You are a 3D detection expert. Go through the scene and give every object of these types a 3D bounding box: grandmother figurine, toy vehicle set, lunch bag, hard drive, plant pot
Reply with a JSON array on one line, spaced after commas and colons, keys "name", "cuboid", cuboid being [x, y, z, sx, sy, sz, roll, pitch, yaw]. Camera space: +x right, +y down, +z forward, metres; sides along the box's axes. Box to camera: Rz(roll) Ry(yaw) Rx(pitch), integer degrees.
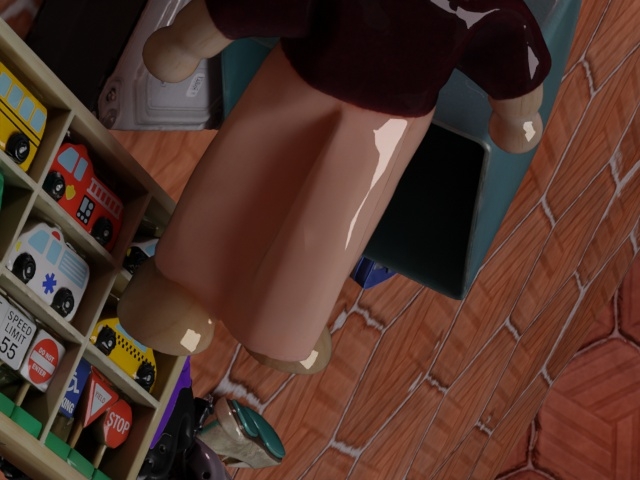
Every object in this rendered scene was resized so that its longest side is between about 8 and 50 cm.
[{"name": "grandmother figurine", "cuboid": [0.023, -0.081, 0.941, 0.208, 0.104, 0.342, 4, 131, -28]}, {"name": "toy vehicle set", "cuboid": [-0.149, 0.018, 0.993, 0.267, 0.035, 0.166, 50, 55, -52]}, {"name": "lunch bag", "cuboid": [0.047, -0.001, 1.665, 0.098, 0.065, 0.067, -27, 145, -60]}, {"name": "hard drive", "cuboid": [-0.031, -0.178, 1.152, 0.237, 0.064, 0.339, -62, 162, 12]}, {"name": "plant pot", "cuboid": [0.072, -0.125, 1.152, 0.234, 0.166, 0.165, -56, 164, -28]}]

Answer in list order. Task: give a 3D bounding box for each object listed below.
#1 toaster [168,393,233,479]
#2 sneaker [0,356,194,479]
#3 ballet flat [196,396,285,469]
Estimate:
[{"name": "toaster", "cuboid": [-0.144, 0.212, 1.412, 0.227, 0.129, 0.146, -57, 167, -9]}, {"name": "sneaker", "cuboid": [-0.147, 0.107, 1.139, 0.293, 0.102, 0.146, -12, 89, -67]}, {"name": "ballet flat", "cuboid": [-0.076, 0.171, 1.675, 0.052, 0.057, 0.168, -30, 158, 3]}]
